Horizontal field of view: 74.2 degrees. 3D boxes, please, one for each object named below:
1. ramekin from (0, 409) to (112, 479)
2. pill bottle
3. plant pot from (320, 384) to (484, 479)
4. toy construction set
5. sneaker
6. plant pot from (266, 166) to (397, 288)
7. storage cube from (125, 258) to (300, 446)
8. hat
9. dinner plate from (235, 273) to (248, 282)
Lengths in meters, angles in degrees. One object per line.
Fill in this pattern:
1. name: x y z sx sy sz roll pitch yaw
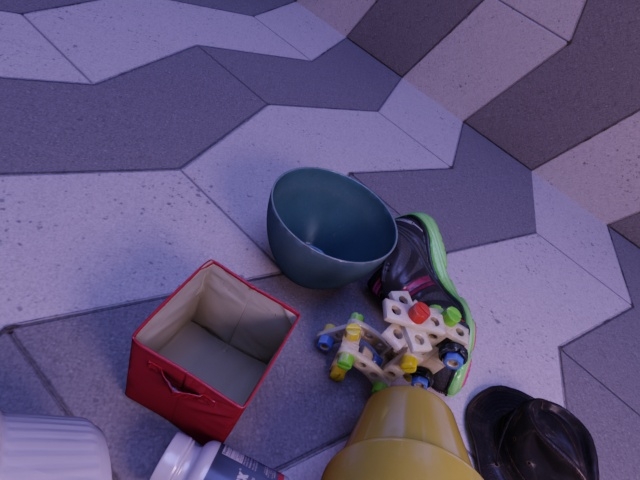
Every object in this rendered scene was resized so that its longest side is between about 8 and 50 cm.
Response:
1. ramekin: -0.312 0.314 0.440 0.127 0.273 0.272 12 42 -37
2. pill bottle: -0.145 0.352 0.599 0.180 0.107 0.107 27 41 -1
3. plant pot: 0.133 0.365 0.652 0.254 0.253 0.239 29 26 1
4. toy construction set: 0.134 0.179 0.764 0.215 0.327 0.151 30 57 -3
5. sneaker: 0.218 0.139 0.999 0.203 0.185 0.482 -5 47 -4
6. plant pot: 0.000 0.000 0.966 0.291 0.195 0.290 16 42 -15
7. storage cube: -0.177 0.186 0.685 0.184 0.193 0.215 31 42 3
8. hat: 0.463 0.423 0.842 0.332 0.133 0.331 16 42 -15
9. dinner plate: -0.198 0.115 0.879 0.141 0.017 0.141 14 44 -15
